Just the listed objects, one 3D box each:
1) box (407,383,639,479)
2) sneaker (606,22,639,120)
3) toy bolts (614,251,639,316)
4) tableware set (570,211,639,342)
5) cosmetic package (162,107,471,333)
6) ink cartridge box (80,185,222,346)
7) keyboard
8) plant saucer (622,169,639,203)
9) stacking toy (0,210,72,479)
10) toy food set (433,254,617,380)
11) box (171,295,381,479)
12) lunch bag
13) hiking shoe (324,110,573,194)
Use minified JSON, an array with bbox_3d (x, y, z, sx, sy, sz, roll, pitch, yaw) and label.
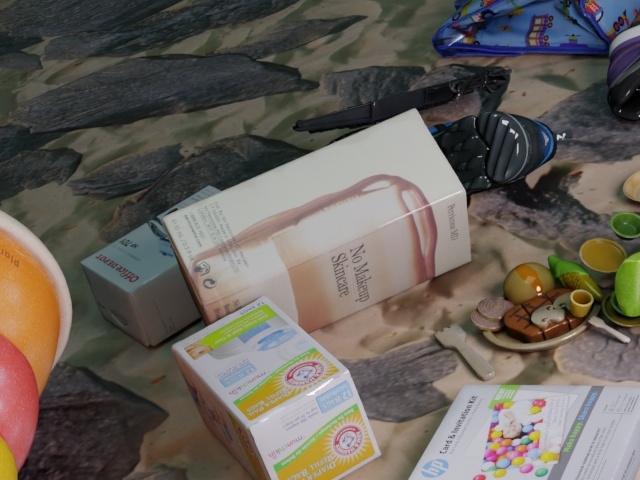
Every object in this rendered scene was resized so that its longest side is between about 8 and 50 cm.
[{"bbox_3d":[0.188,0.183,1.455,0.186,0.038,0.145,-3,32,32],"label":"box"},{"bbox_3d":[0.461,-0.215,1.912,0.283,0.107,0.124,-26,32,35],"label":"sneaker"},{"bbox_3d":[0.411,-0.005,1.498,0.228,0.218,0.158,25,42,29],"label":"toy bolts"},{"bbox_3d":[0.297,0.029,1.629,0.104,0.024,0.154,30,51,24],"label":"tableware set"},{"bbox_3d":[0.000,0.000,1.758,0.296,0.153,0.129,-25,57,-6],"label":"cosmetic package"},{"bbox_3d":[-0.161,0.027,1.924,0.191,0.082,0.140,-31,29,-23],"label":"ink cartridge box"},{"bbox_3d":[0.117,-0.171,2.030,0.202,0.033,0.317,-13,5,29],"label":"keyboard"},{"bbox_3d":[0.370,-0.058,1.795,0.083,0.015,0.083,-15,28,8],"label":"plant saucer"},{"bbox_3d":[-0.404,0.211,1.580,0.351,0.350,0.480,-18,43,4],"label":"stacking toy"},{"bbox_3d":[0.215,0.064,1.651,0.192,0.038,0.132,-26,28,-10],"label":"toy food set"},{"bbox_3d":[-0.045,0.153,1.593,0.114,0.103,0.203,-28,28,-14],"label":"box"},{"bbox_3d":[0.296,-0.344,2.265,0.293,0.138,0.221,-6,32,43],"label":"lunch bag"},{"bbox_3d":[0.136,-0.084,1.938,0.304,0.113,0.132,-5,0,39],"label":"hiking shoe"}]
